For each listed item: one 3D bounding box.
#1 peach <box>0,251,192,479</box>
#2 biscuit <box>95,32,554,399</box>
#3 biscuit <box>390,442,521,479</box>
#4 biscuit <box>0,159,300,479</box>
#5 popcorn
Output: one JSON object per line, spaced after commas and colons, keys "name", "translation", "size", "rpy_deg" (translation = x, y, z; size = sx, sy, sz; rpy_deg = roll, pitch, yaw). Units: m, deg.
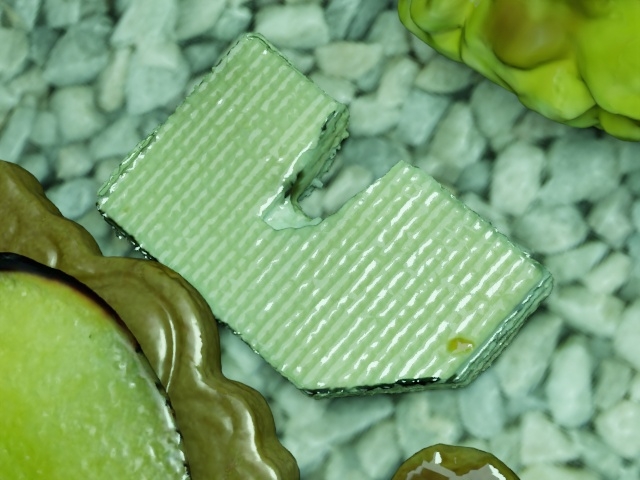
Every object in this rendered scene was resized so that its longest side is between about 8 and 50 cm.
{"name": "peach", "translation": [-0.150, 0.120, 1.038], "size": [0.279, 0.068, 0.189], "rpy_deg": [45, 104, 20]}
{"name": "biscuit", "translation": [0.000, 0.000, 1.097], "size": [0.250, 0.046, 0.147], "rpy_deg": [39, 87, 24]}
{"name": "biscuit", "translation": [0.096, 0.246, 0.982], "size": [0.432, 0.064, 0.283], "rpy_deg": [-2, 82, 18]}
{"name": "biscuit", "translation": [-0.140, 0.083, 1.095], "size": [0.295, 0.044, 0.186], "rpy_deg": [30, 103, 24]}
{"name": "popcorn", "translation": [0.155, -0.184, 1.007], "size": [0.224, 0.270, 0.258], "rpy_deg": [-33, 31, -22]}
